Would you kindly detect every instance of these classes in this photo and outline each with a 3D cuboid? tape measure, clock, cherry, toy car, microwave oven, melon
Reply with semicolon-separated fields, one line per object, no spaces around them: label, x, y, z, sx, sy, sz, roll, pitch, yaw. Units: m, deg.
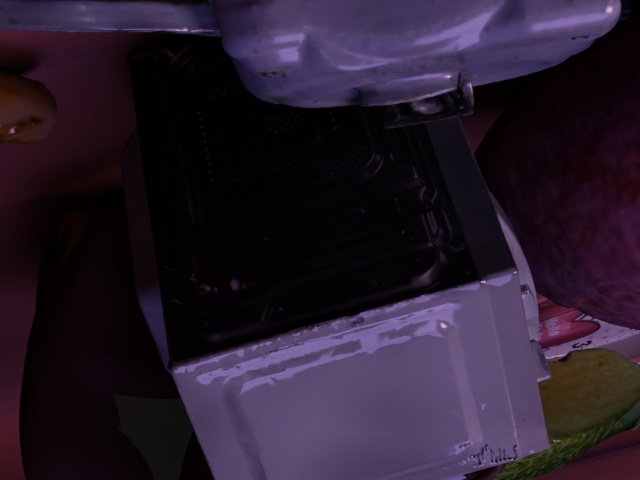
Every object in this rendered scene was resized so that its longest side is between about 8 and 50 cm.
tape measure;-0.044;-0.079;0.673;0.330;0.084;0.164;-8;174;14
clock;0.198;0.044;1.261;0.244;0.056;0.244;-11;156;-5
cherry;0.185;-0.037;0.892;0.250;0.175;0.192;-9;-169;24
toy car;-0.040;0.116;0.896;0.240;0.340;0.271;5;130;-6
microwave oven;0.000;0.000;0.757;0.162;0.208;0.122;-15;133;1
melon;0.067;0.118;1.160;0.323;0.124;0.196;7;165;-3

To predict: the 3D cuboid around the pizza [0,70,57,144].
pizza;-0.239;-0.030;0.760;0.246;0.058;0.127;-8;159;-12
